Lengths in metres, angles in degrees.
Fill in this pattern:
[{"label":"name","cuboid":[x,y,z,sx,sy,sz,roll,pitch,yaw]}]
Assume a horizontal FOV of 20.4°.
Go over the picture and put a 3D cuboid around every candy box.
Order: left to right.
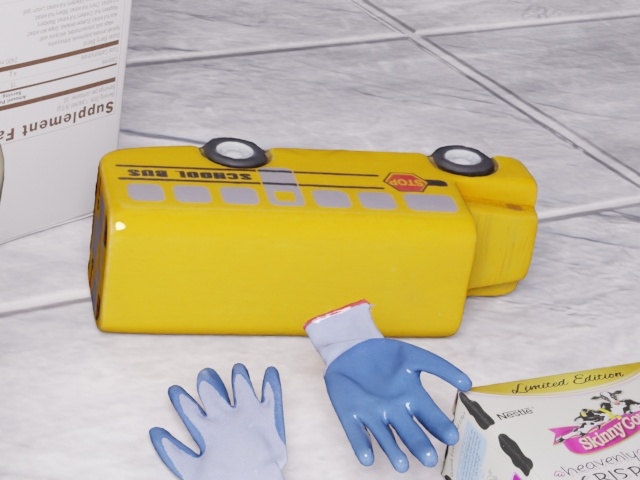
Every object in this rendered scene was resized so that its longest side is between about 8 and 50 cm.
[{"label":"candy box","cuboid":[0.200,0.167,1.082,0.159,0.071,0.233,-6,30,-27]}]

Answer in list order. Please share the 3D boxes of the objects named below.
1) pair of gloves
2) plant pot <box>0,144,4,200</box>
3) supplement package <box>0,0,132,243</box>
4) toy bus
[{"label":"pair of gloves","cuboid":[-0.005,0.111,1.120,0.198,0.023,0.159,-22,40,-8]},{"label":"plant pot","cuboid":[-0.325,0.073,0.874,0.323,0.280,0.323,7,27,-3]},{"label":"supplement package","cuboid":[-0.264,-0.165,1.348,0.177,0.292,0.175,29,33,34]},{"label":"toy bus","cuboid":[0.000,0.000,1.309,0.333,0.108,0.130,2,28,-14]}]
